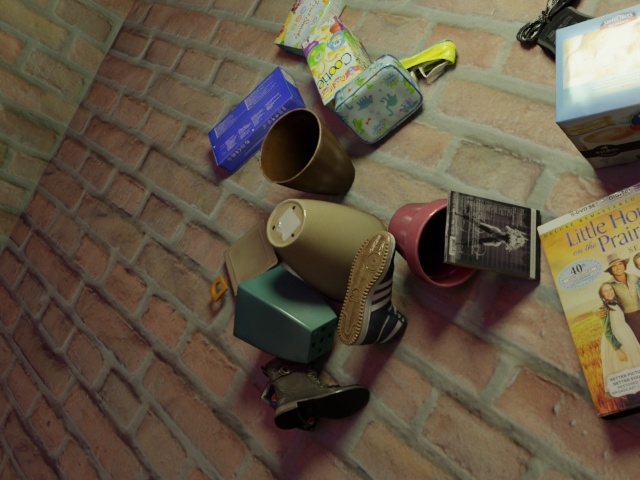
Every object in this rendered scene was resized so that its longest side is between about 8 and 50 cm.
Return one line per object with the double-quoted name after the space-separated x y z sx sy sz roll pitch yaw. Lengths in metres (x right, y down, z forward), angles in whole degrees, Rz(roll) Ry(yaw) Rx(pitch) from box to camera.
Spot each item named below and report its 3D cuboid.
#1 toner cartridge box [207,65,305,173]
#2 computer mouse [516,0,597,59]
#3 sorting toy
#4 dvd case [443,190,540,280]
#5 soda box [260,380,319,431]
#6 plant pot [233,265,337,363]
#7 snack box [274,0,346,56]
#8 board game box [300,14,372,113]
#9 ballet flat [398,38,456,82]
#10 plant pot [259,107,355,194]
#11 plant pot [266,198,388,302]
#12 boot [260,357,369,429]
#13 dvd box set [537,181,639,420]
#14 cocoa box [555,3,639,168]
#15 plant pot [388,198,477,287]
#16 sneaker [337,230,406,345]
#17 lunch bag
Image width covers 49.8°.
-0.216 -0.394 2.270 0.347 0.075 0.165 -38 49 21 "toner cartridge box"
0.594 -0.482 1.618 0.188 0.072 0.272 -44 36 20 "computer mouse"
-0.206 0.057 2.082 0.347 0.047 0.196 -39 46 21 "sorting toy"
0.377 -0.010 1.507 0.018 0.221 0.165 131 148 -68 "dvd case"
-0.079 0.429 1.791 0.169 0.060 0.053 27 90 43 "soda box"
-0.083 0.208 1.797 0.234 0.165 0.166 28 122 32 "plant pot"
-0.036 -0.710 2.260 0.174 0.070 0.207 29 92 45 "snack box"
0.068 -0.498 2.023 0.142 0.144 0.275 -36 52 23 "board game box"
0.268 -0.474 1.893 0.230 0.077 0.077 -17 75 33 "ballet flat"
-0.013 -0.216 1.905 0.215 0.230 0.216 -18 61 35 "plant pot"
0.000 0.000 1.768 0.256 0.274 0.257 -18 60 34 "plant pot"
-0.020 0.348 1.742 0.262 0.091 0.229 -14 33 0 "boot"
0.623 0.100 1.329 0.307 0.062 0.421 -26 56 30 "dvd box set"
0.669 -0.318 1.361 0.347 0.228 0.232 -9 65 38 "cocoa box"
0.257 -0.008 1.618 0.201 0.201 0.180 -62 30 0 "plant pot"
0.147 0.121 1.654 0.099 0.153 0.282 24 99 49 "sneaker"
0.157 -0.379 1.873 0.219 0.176 0.090 -38 31 24 "lunch bag"
